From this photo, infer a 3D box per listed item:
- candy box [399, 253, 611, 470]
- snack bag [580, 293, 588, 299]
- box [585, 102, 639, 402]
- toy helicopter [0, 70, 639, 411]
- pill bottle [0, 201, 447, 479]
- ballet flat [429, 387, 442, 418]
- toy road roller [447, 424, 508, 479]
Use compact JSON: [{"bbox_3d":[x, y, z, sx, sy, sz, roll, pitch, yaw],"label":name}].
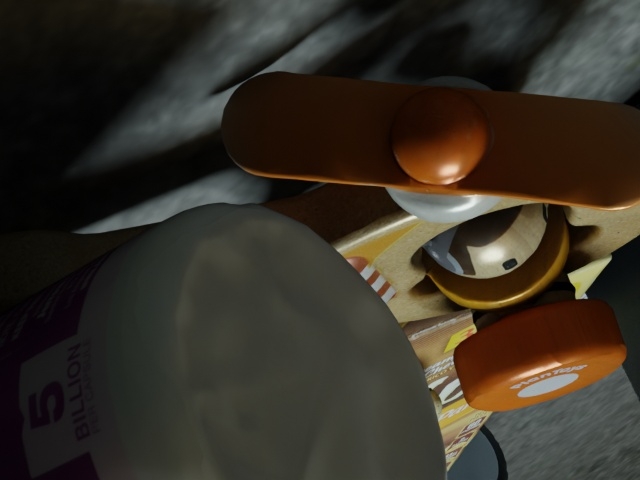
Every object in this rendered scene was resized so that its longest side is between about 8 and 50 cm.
[{"bbox_3d":[0.026,0.077,1.169,0.183,0.087,0.316,-20,159,-24],"label":"candy box"},{"bbox_3d":[0.269,-0.014,1.384,0.342,0.037,0.323,-29,161,-4],"label":"snack bag"},{"bbox_3d":[0.380,0.005,1.181,0.293,0.212,0.395,-41,144,27],"label":"box"},{"bbox_3d":[0.000,0.000,0.881,0.355,0.140,0.235,-10,162,-18],"label":"toy helicopter"},{"bbox_3d":[-0.112,0.116,0.797,0.301,0.169,0.169,-29,165,33],"label":"pill bottle"},{"bbox_3d":[0.032,0.128,1.095,0.057,0.049,0.173,-17,157,-27],"label":"ballet flat"},{"bbox_3d":[0.029,0.286,1.474,0.329,0.240,0.202,-12,154,-43],"label":"toy road roller"}]
